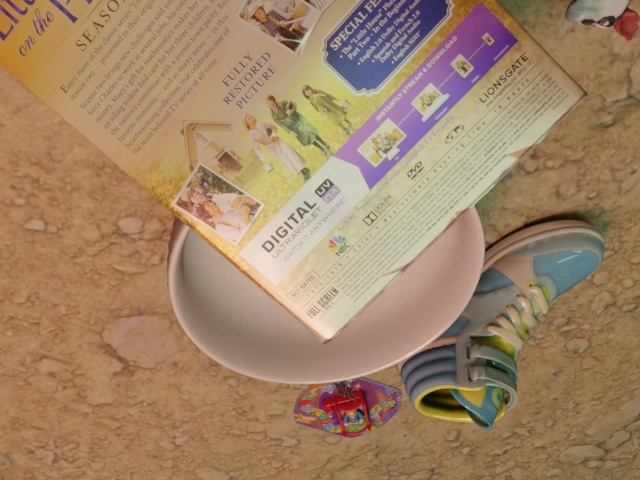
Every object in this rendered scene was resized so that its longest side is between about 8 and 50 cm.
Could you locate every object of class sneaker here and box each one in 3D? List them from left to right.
[{"bbox_3d":[0.235,0.118,0.917,0.319,0.208,0.127,-31,128,14],"label":"sneaker"}]

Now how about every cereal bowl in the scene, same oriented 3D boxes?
[{"bbox_3d":[0.000,0.000,0.813,0.339,0.141,0.339,-6,130,-7],"label":"cereal bowl"}]

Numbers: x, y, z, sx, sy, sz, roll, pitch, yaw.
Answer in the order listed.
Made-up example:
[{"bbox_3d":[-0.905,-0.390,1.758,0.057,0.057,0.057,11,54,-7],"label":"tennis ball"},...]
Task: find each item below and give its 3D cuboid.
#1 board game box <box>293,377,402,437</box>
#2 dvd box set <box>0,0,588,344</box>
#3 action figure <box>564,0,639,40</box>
[{"bbox_3d":[0.044,0.265,1.119,0.169,0.033,0.133,24,121,-27],"label":"board game box"},{"bbox_3d":[-0.044,-0.154,0.596,0.420,0.062,0.307,41,104,-11],"label":"dvd box set"},{"bbox_3d":[0.248,-0.325,0.603,0.248,0.275,0.370,11,153,16],"label":"action figure"}]
